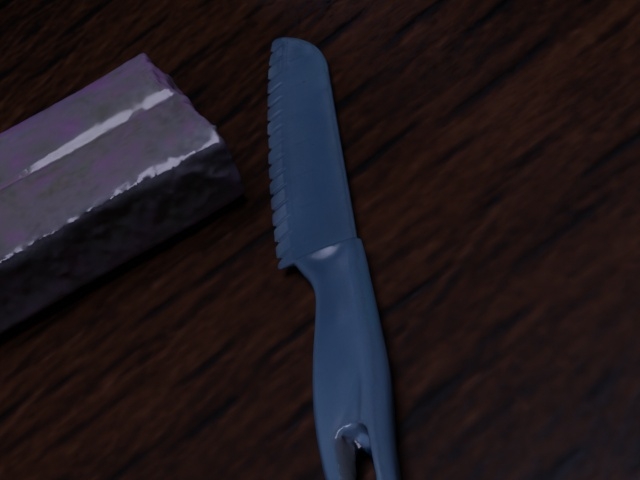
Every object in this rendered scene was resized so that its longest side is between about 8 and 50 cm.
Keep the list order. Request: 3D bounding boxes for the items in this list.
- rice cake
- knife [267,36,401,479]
[{"bbox_3d":[-0.183,0.010,0.609,0.298,0.050,0.106,-31,46,1],"label":"rice cake"},{"bbox_3d":[0.000,0.000,0.549,0.044,0.019,0.313,-21,44,14],"label":"knife"}]
